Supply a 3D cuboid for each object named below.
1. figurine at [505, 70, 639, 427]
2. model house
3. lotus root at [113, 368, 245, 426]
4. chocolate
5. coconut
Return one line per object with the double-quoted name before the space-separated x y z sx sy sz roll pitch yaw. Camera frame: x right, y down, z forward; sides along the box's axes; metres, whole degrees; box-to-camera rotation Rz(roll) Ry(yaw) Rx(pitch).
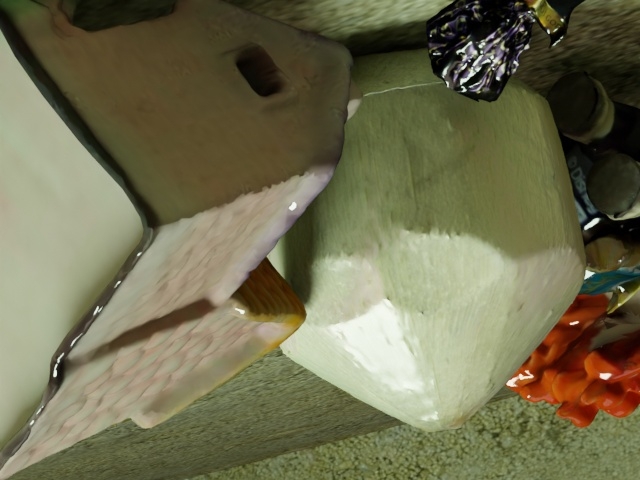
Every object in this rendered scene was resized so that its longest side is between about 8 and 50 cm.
"figurine" 0.255 -0.011 1.309 0.306 0.241 0.412 -36 151 -6
"model house" -0.112 -0.034 0.909 0.237 0.202 0.237 -21 153 -49
"lotus root" -0.140 0.068 1.402 0.342 0.151 0.169 -17 167 40
"chocolate" 0.120 -0.130 0.937 0.072 0.070 0.147 -37 -174 -36
"coconut" 0.057 0.003 1.081 0.224 0.234 0.224 -7 174 -1
